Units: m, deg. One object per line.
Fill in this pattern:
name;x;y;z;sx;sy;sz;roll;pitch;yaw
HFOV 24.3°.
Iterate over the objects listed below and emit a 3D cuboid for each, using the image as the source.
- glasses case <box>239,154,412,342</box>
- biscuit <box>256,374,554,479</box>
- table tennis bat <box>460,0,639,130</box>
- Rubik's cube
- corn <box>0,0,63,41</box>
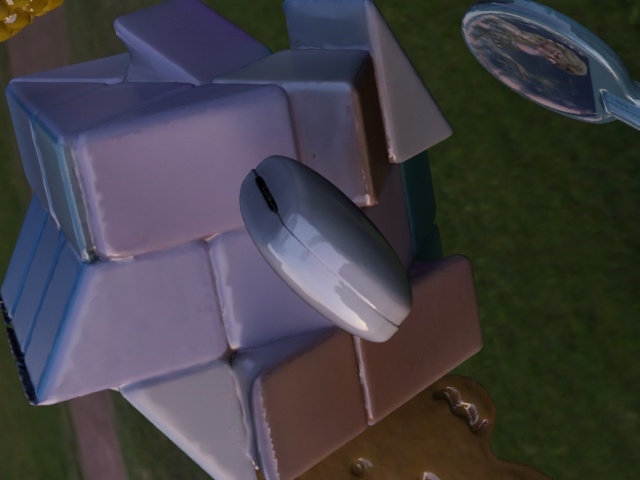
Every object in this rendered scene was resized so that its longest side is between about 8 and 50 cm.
glasses case;0.000;0.000;0.882;0.092;0.059;0.233;43;-177;-15
biscuit;0.095;0.252;1.304;0.355;0.275;0.052;40;154;-2
table tennis bat;0.218;-0.125;1.192;0.237;0.038;0.149;28;164;12
Rubik's cube;-0.072;-0.008;1.164;0.387;0.368;0.358;-137;36;-66
corn;-0.085;-0.144;0.551;0.101;0.292;0.101;55;-177;-4
